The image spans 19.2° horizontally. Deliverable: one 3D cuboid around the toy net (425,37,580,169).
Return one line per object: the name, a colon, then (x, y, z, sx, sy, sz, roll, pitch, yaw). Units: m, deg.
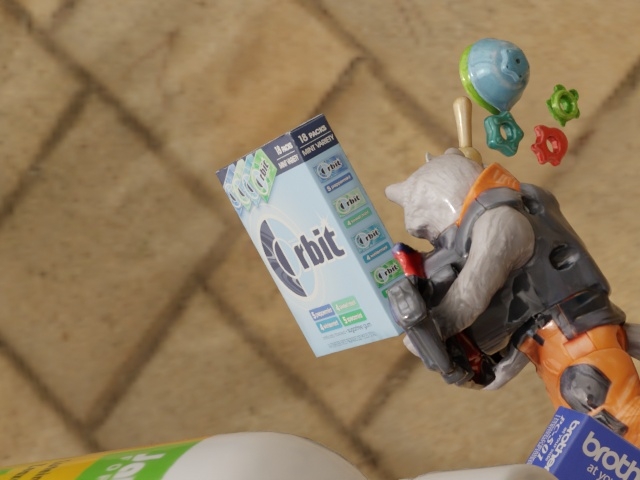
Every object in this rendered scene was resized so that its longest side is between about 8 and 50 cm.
toy net: (0.150, -0.080, 1.692, 0.122, 0.232, 0.045, 44, 144, -18)

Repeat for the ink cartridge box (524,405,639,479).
ink cartridge box: (0.204, 0.194, 1.125, 0.207, 0.046, 0.097, 34, 84, -15)

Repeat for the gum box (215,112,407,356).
gum box: (0.000, 0.000, 1.569, 0.184, 0.041, 0.157, 61, 154, -3)

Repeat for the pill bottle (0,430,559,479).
pill bottle: (-0.051, 0.124, 0.509, 0.245, 0.136, 0.136, -11, 89, 26)

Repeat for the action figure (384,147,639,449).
action figure: (0.183, 0.063, 1.424, 0.178, 0.341, 0.330, -43, 83, 7)
